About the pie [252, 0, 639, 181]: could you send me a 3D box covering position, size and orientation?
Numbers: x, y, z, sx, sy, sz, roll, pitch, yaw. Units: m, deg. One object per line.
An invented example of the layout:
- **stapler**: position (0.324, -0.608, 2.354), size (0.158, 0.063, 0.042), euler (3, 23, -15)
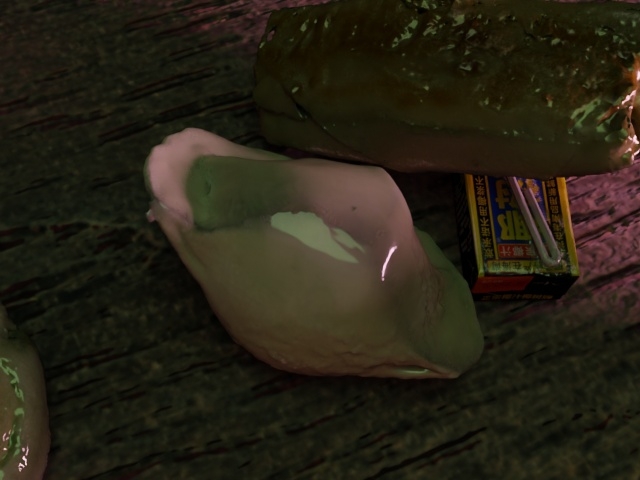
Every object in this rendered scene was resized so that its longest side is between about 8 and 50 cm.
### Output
- **pie**: position (0.087, -0.106, 0.633), size (0.282, 0.068, 0.129), euler (6, 74, 28)

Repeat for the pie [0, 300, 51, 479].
- **pie**: position (-0.280, 0.105, 0.552), size (0.240, 0.054, 0.241), euler (2, 62, -5)

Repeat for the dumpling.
- **dumpling**: position (0.004, 0.002, 0.609), size (0.215, 0.126, 0.166), euler (9, 37, 7)

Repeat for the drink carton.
- **drink carton**: position (0.131, -0.042, 0.668), size (0.071, 0.056, 0.166), euler (-2, 65, -3)
